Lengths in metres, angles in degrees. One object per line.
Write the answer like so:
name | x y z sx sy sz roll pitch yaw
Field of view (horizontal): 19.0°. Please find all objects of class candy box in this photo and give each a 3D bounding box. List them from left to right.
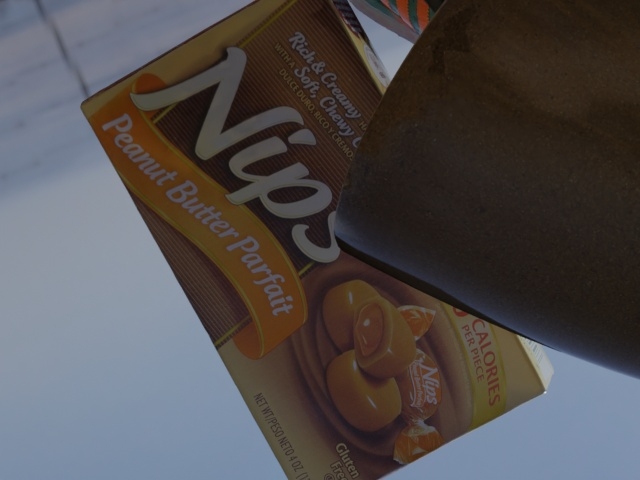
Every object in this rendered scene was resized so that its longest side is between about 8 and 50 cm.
candy box | 0.000 0.000 1.278 0.183 0.316 0.087 -29 179 11

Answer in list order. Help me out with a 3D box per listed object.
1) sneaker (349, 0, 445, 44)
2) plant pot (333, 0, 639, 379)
sneaker | 0.105 -0.187 1.405 0.108 0.302 0.121 -33 161 -20
plant pot | 0.178 -0.024 1.046 0.237 0.254 0.237 -49 163 -21
